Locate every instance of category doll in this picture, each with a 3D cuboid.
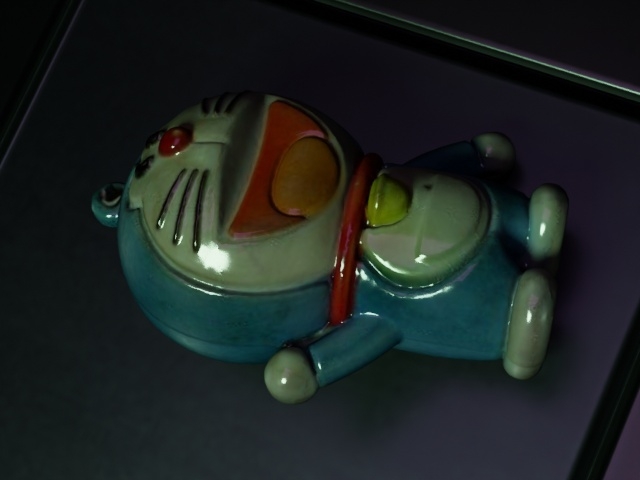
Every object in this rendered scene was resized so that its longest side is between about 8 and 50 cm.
[{"bbox_3d":[0.000,0.000,0.405,0.152,0.085,0.114,12,54,9],"label":"doll"}]
